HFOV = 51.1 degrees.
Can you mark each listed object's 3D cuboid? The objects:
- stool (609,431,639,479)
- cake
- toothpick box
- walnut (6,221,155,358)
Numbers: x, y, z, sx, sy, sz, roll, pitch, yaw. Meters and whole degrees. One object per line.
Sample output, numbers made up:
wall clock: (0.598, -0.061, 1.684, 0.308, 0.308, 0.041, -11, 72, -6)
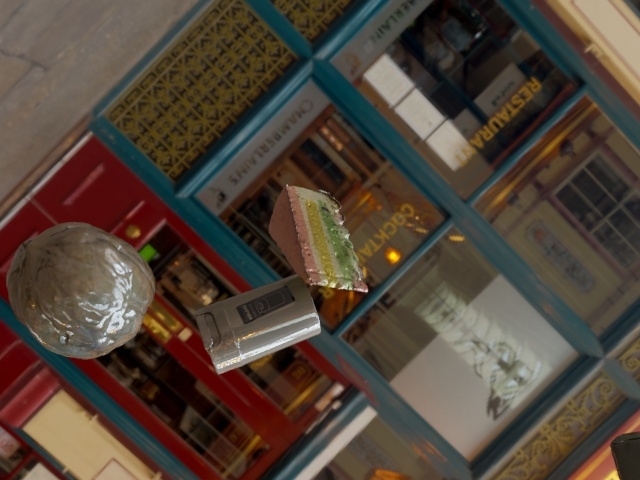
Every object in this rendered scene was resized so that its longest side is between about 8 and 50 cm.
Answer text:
stool: (0.531, 0.371, 1.091, 0.096, 0.096, 0.110, -38, -137, 46)
cake: (-0.011, 0.015, 1.065, 0.090, 0.109, 0.225, -55, -145, 31)
toothpick box: (-0.102, 0.134, 1.080, 0.180, 0.111, 0.111, -20, -177, -11)
walnut: (-0.368, 0.074, 1.027, 0.224, 0.224, 0.224, -45, -173, 7)
